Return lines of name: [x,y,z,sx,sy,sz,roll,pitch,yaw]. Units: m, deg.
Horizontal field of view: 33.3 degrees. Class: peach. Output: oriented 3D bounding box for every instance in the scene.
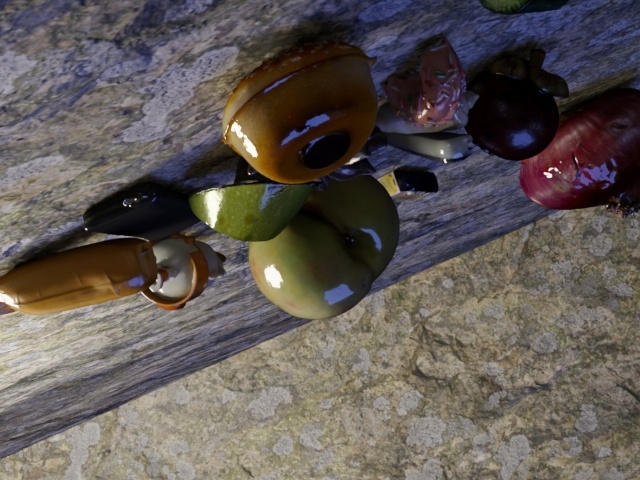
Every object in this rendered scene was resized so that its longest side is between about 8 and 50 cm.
peach: [-0.001,0.001,1.905,0.247,0.292,0.292,27,141,-25]

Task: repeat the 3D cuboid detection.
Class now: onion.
onion: [0.616,-0.170,2.357,0.347,0.285,0.347,-32,175,-3]

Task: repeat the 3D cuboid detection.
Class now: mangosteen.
mangosteen: [0.336,-0.236,1.838,0.199,0.200,0.200,-23,168,-5]

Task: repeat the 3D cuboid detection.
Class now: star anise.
star anise: [-0.016,-0.144,1.676,0.235,0.109,0.223,-5,168,-19]

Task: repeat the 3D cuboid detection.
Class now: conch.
conch: [0.173,-0.214,1.757,0.176,0.104,0.094,-25,149,15]

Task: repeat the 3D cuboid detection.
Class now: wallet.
wallet: [-0.281,-0.045,1.752,0.149,0.044,0.250,-23,169,17]

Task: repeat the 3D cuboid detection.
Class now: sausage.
sausage: [-0.434,0.071,1.786,0.328,0.112,0.112,-14,169,8]

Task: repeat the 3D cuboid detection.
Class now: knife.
knife: [0.182,-0.170,1.812,0.073,0.041,0.265,-20,-163,-17]

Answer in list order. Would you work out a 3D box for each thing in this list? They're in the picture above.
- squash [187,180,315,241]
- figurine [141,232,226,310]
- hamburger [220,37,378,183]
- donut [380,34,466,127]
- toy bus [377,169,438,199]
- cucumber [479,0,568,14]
squash: [-0.097,-0.043,1.693,0.191,0.085,0.184,-1,174,-30]
figurine: [-0.258,0.044,2.017,0.143,0.143,0.271,-32,-174,33]
hamburger: [-0.026,-0.174,1.421,0.236,0.147,0.237,-25,157,-12]
donut: [0.164,-0.225,1.636,0.065,0.117,0.166,-23,169,-28]
toy bus: [0.189,-0.119,2.302,0.072,0.058,0.172,-23,169,29]
cucumber: [0.298,-0.350,1.478,0.115,0.062,0.116,-17,168,-46]
